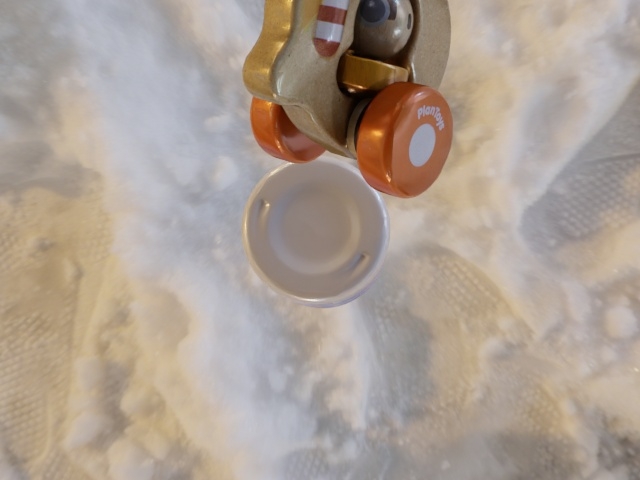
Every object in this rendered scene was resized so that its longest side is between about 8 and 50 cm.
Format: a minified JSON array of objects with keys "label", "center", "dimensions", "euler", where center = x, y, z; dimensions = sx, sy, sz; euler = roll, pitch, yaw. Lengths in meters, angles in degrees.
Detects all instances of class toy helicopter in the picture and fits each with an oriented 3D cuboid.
[{"label":"toy helicopter","center":[0.007,-0.207,0.727],"dimensions":[0.140,0.355,0.235],"euler":[21,74,38]}]

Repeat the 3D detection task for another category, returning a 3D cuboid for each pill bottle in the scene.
[{"label":"pill bottle","center":[0.000,0.000,1.179],"dimensions":[0.152,0.272,0.152],"euler":[0,84,2]}]
